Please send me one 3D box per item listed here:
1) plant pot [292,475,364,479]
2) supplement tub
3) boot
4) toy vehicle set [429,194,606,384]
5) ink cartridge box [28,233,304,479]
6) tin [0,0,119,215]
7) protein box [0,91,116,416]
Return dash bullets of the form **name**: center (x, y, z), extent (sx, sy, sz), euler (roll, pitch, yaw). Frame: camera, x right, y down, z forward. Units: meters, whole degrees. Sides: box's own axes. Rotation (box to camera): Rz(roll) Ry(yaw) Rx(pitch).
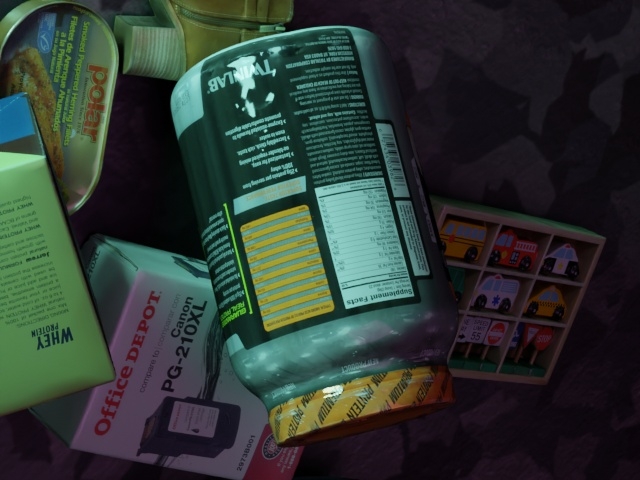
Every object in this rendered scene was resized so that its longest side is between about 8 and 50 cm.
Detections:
- **plant pot**: center (-0.010, 0.418, 1.629), extent (0.341, 0.341, 0.334), euler (-13, 107, -27)
- **supplement tub**: center (0.000, 0.000, 1.444), extent (0.193, 0.193, 0.316), euler (-7, 78, -30)
- **boot**: center (-0.087, -0.226, 1.457), extent (0.152, 0.073, 0.197), euler (-4, 123, -30)
- **toy vehicle set**: center (0.162, 0.053, 1.712), extent (0.267, 0.035, 0.166), euler (9, 105, -47)
- **ink cartridge box**: center (-0.114, 0.109, 1.555), extent (0.237, 0.100, 0.172), euler (16, 99, -35)
- **tin**: center (-0.225, -0.106, 1.439), extent (0.106, 0.040, 0.190), euler (3, 107, -29)
- **protein box**: center (-0.286, 0.024, 1.362), extent (0.199, 0.136, 0.201), euler (-17, 119, -6)
